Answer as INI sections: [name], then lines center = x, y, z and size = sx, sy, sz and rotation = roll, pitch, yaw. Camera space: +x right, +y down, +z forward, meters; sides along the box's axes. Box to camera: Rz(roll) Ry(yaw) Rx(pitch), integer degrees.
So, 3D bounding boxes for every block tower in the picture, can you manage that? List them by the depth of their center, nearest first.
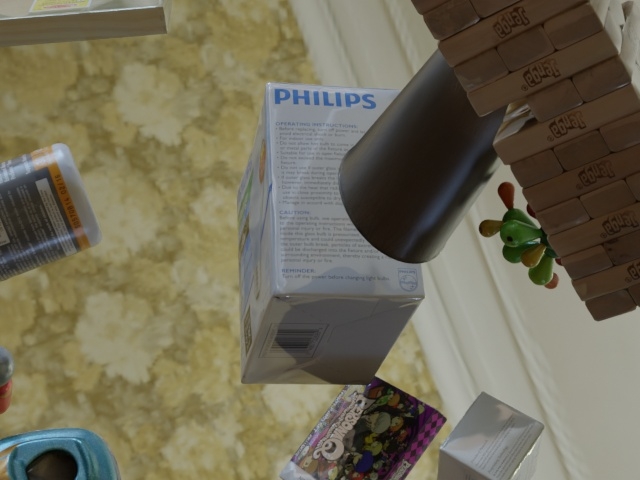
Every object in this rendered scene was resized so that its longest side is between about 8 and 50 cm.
[block tower]
center = 0.136, -0.106, 0.635
size = 0.091, 0.097, 0.335
rotation = -22, -68, 32

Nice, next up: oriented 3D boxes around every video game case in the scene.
[video game case]
center = 0.065, 0.336, 1.772
size = 0.042, 0.232, 0.210
rotation = 46, -14, -35

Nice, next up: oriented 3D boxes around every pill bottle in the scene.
[pill bottle]
center = -0.468, -0.022, 1.576
size = 0.162, 0.278, 0.162
rotation = 159, -90, -80

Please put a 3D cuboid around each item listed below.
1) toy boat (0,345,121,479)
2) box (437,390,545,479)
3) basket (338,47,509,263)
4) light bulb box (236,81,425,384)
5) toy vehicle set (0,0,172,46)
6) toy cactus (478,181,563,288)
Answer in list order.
[toy boat]
center = -0.458, 0.314, 1.658
size = 0.318, 0.267, 0.148
rotation = 59, -29, 30
[box]
center = 0.196, 0.255, 1.277
size = 0.087, 0.102, 0.101
rotation = 27, -35, 25
[basket]
center = 0.141, -0.119, 1.255
size = 0.227, 0.154, 0.204
rotation = -54, -159, 39
[light bulb box]
center = 0.000, 0.000, 1.731
size = 0.358, 0.225, 0.361
rotation = 113, -23, -59
[toy vehicle set]
center = -0.326, -0.298, 1.406
size = 0.166, 0.266, 0.035
rotation = -96, -178, -60
[toy cactus]
center = 0.291, -0.011, 1.245
size = 0.180, 0.219, 0.112
rotation = -12, -114, 35
